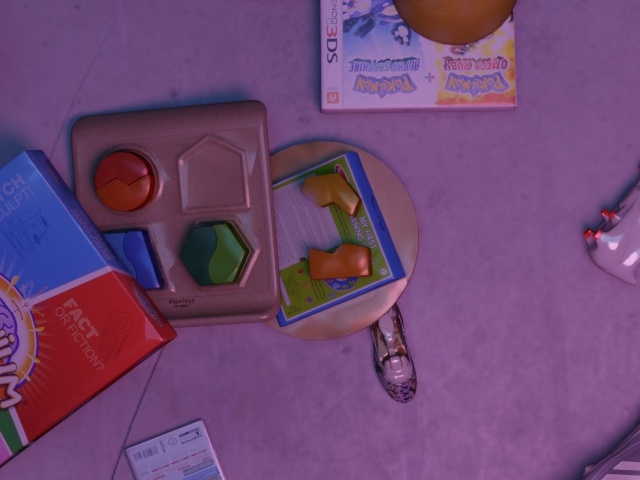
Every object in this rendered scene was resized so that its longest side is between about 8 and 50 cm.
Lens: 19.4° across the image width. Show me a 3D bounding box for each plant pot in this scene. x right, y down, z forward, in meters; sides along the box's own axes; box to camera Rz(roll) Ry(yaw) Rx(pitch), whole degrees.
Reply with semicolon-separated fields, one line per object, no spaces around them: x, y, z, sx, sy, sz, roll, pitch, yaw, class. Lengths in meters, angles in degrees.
0.136;-0.270;1.872;0.134;0.095;0.134;0;86;1;plant pot

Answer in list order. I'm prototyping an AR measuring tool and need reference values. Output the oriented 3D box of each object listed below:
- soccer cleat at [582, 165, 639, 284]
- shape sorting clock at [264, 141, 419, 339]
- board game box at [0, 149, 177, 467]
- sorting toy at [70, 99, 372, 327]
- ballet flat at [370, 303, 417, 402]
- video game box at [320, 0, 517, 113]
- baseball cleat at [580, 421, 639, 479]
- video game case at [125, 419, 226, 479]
0.353;-0.043;1.921;0.076;0.068;0.196;41;90;-12;soccer cleat
0.000;0.000;1.933;0.206;0.040;0.206;-2;82;14;shape sorting clock
-0.344;0.096;1.910;0.316;0.064;0.242;-38;87;8;board game box
-0.106;-0.028;1.913;0.307;0.041;0.229;-4;86;14;sorting toy
0.072;0.112;1.930;0.041;0.041;0.114;-14;87;1;ballet flat
0.099;-0.226;1.942;0.205;0.048;0.187;-1;89;2;video game box
0.322;0.247;1.879;0.206;0.072;0.109;-46;62;-9;baseball cleat
-0.141;0.257;1.944;0.087;0.011;0.122;-21;87;0;video game case
